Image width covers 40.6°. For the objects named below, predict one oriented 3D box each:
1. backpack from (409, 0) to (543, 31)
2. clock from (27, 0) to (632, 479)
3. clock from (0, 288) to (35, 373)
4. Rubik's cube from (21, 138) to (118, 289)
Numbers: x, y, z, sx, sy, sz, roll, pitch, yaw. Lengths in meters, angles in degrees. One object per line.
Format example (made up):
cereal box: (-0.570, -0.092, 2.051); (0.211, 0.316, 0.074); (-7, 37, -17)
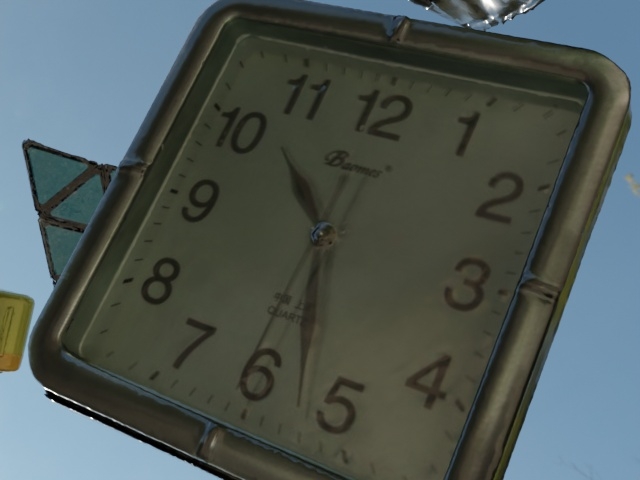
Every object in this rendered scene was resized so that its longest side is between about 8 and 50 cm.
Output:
backpack: (0.233, -0.376, 0.765); (0.445, 0.255, 0.363); (-33, -41, 32)
clock: (0.000, 0.000, 0.479); (0.279, 0.273, 0.049); (-65, -26, -15)
clock: (-0.424, 0.080, 0.918); (0.202, 0.143, 0.096); (16, -100, -42)
Rubik's cube: (-0.230, 0.009, 0.860); (0.211, 0.190, 0.178); (17, -92, -30)
